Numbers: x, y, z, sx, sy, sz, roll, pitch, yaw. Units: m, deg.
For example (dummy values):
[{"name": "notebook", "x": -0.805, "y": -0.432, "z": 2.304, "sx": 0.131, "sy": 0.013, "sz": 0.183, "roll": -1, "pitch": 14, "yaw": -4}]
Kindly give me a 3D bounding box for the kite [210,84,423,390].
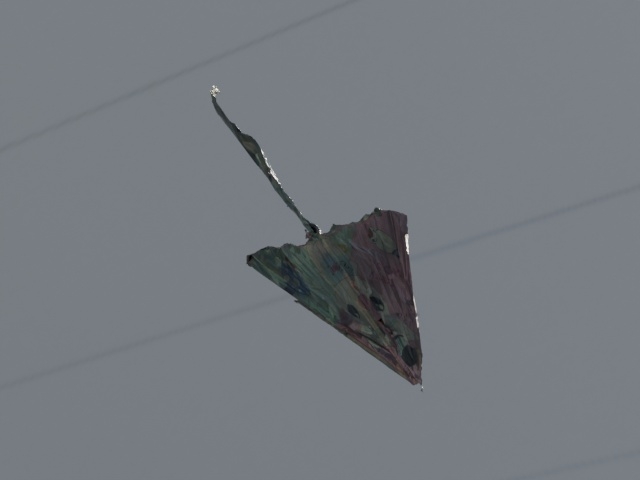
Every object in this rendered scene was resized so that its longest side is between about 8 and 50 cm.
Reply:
[{"name": "kite", "x": 0.000, "y": 0.000, "z": 0.704, "sx": 0.157, "sy": 0.011, "sz": 0.139, "roll": 54, "pitch": -29, "yaw": -8}]
